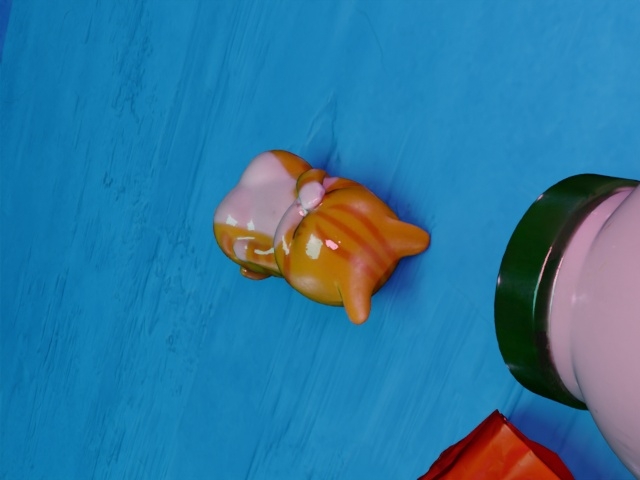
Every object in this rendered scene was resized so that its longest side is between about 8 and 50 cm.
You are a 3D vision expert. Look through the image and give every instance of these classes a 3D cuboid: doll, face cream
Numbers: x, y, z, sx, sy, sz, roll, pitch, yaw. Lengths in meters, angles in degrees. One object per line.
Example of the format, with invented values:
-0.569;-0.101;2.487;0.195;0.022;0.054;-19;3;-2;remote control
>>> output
-0.016;-0.011;1.254;0.269;0.162;0.167;23;77;54;doll
0.332;0.071;0.780;0.357;0.219;0.312;16;103;50;face cream

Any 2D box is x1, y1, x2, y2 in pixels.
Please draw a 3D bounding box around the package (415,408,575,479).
0.222;0.339;0.952;0.196;0.123;0.423;-47;49;4;package
